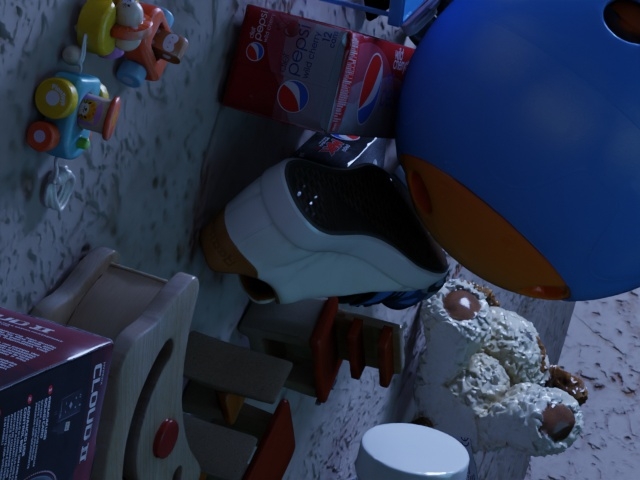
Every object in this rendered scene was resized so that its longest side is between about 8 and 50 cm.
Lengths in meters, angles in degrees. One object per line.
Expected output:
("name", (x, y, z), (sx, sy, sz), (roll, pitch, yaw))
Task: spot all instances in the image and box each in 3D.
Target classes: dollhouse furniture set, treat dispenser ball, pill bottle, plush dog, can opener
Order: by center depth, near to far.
("treat dispenser ball", (0.205, -0.092, 1.516), (0.288, 0.288, 0.288), (15, 90, -74))
("dollhouse furniture set", (-0.036, 0.171, 1.560), (0.262, 0.135, 0.259), (84, 27, -53))
("can opener", (0.117, -0.207, 1.744), (0.074, 0.093, 0.280), (-41, 180, 4))
("pill bottle", (0.083, 0.370, 2.100), (0.169, 0.169, 0.301), (-39, 142, -64))
("plush dog", (0.217, 0.172, 2.354), (0.210, 0.262, 0.225), (-45, 173, 37))

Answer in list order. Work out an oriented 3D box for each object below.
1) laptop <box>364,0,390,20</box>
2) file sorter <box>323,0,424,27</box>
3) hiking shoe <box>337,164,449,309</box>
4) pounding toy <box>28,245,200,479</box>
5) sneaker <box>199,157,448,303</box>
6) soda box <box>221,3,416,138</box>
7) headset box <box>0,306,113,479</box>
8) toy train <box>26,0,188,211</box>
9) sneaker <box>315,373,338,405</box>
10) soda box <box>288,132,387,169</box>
("laptop", (0.087, -0.382, 1.687), (0.264, 0.136, 0.234), (-41, 152, -17))
("file sorter", (0.045, -0.280, 1.468), (0.118, 0.104, 0.170), (-51, 153, -55))
("hiking shoe", (0.052, 0.012, 1.826), (0.132, 0.113, 0.304), (-33, 165, -10))
("pounding toy", (-0.113, 0.152, 1.238), (0.154, 0.155, 0.269), (-28, 132, -63))
("sneaker", (0.000, 0.000, 1.529), (0.290, 0.123, 0.106), (17, 47, -57))
("soda box", (0.009, -0.135, 1.503), (0.263, 0.092, 0.083), (-6, 111, -74))
("headset box", (-0.221, 0.159, 0.961), (0.293, 0.110, 0.218), (-24, 128, -70))
("toy train", (-0.126, -0.099, 1.158), (0.125, 0.046, 0.166), (80, 29, -56))
("sneaker", (0.000, 0.134, 1.829), (0.098, 0.038, 0.069), (-24, 127, -70))
("soda box", (0.009, -0.059, 1.647), (0.169, 0.053, 0.060), (-46, 148, -58))
